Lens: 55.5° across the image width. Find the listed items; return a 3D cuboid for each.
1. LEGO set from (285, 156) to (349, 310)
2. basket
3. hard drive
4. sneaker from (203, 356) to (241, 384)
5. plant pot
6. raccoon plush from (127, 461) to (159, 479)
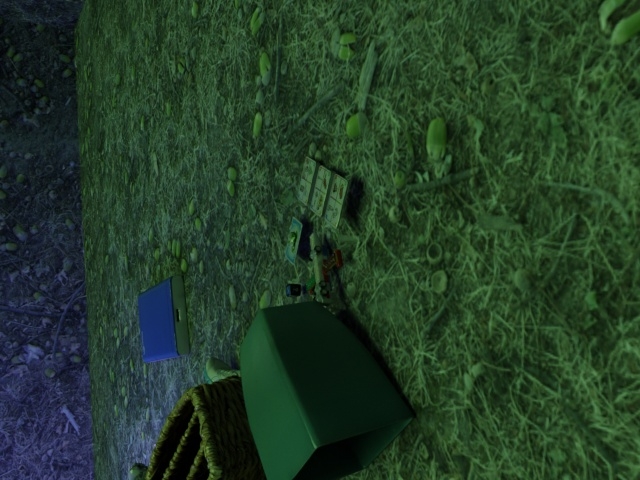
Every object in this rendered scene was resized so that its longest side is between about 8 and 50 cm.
[{"bbox_3d":[0.000,0.000,1.010,0.182,0.060,0.244,-139,59,-61],"label":"LEGO set"},{"bbox_3d":[-0.224,0.399,1.053,0.213,0.223,0.299,37,112,25],"label":"basket"},{"bbox_3d":[-0.451,0.231,1.730,0.318,0.040,0.210,-23,71,56],"label":"hard drive"},{"bbox_3d":[-0.180,0.294,1.280,0.190,0.071,0.083,38,117,41],"label":"sneaker"},{"bbox_3d":[-0.016,0.214,0.894,0.234,0.165,0.165,60,138,32],"label":"plant pot"},{"bbox_3d":[-0.450,0.786,1.620,0.446,0.216,0.299,115,158,-46],"label":"raccoon plush"}]
